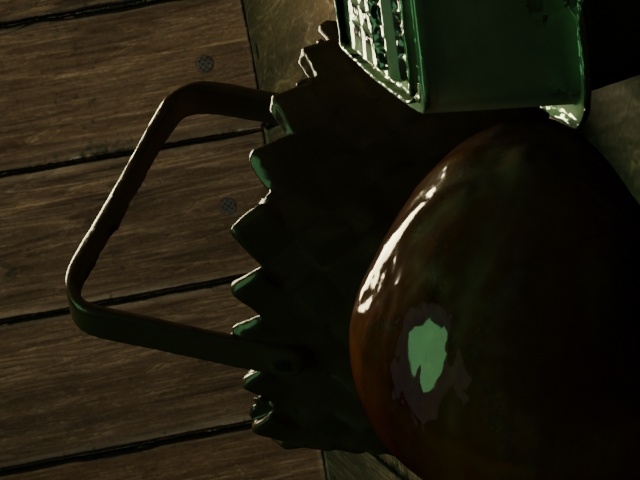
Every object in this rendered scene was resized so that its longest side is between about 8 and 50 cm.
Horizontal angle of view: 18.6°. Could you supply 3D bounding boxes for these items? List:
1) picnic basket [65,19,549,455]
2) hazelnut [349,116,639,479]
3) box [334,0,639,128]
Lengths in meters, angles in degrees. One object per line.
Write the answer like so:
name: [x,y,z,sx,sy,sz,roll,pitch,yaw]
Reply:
picnic basket: [0.000,0.000,1.427,0.291,0.321,0.254,86,-160,-48]
hazelnut: [0.102,0.039,1.019,0.214,0.176,0.214,172,90,-86]
box: [0.097,-0.188,1.137,0.290,0.166,0.220,-124,25,-73]
